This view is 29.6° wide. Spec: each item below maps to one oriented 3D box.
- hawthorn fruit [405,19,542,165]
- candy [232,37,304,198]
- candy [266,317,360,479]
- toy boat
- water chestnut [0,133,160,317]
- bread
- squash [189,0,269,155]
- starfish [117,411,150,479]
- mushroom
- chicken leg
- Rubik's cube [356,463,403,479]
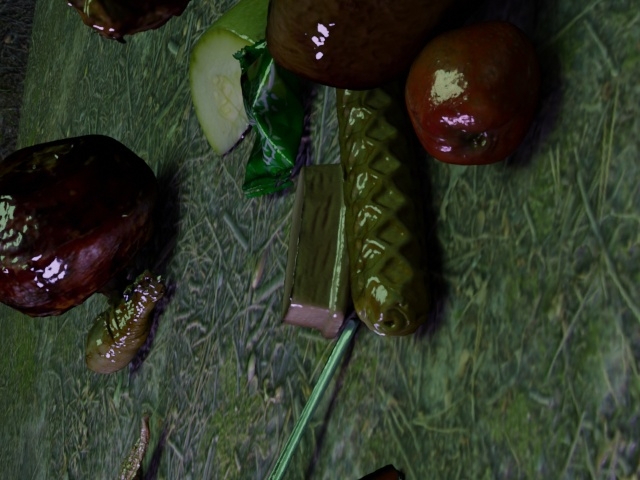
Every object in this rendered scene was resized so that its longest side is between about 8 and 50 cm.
[{"bbox_3d":[0.129,-0.124,1.019,0.128,0.128,0.128,-45,37,50],"label":"hawthorn fruit"},{"bbox_3d":[-0.060,-0.157,1.520,0.141,0.078,0.203,151,119,-74],"label":"candy"},{"bbox_3d":[-0.036,0.229,1.251,0.335,0.092,0.093,-65,-13,6],"label":"candy"},{"bbox_3d":[0.000,0.000,1.262,0.116,0.061,0.188,112,165,-72],"label":"toy boat"},{"bbox_3d":[-0.406,-0.007,1.977,0.351,0.302,0.350,-21,28,12],"label":"water chestnut"},{"bbox_3d":[0.058,-0.064,1.189,0.084,0.077,0.367,-51,34,43],"label":"bread"},{"bbox_3d":[-0.096,-0.267,1.738,0.204,0.155,0.237,60,143,7],"label":"squash"},{"bbox_3d":[-0.281,0.401,1.724,0.295,0.048,0.231,-64,25,27],"label":"starfish"},{"bbox_3d":[-0.002,-0.296,1.121,0.334,0.356,0.331,-67,-13,16],"label":"mushroom"},{"bbox_3d":[-0.303,0.118,1.898,0.227,0.088,0.103,-58,8,28],"label":"chicken leg"},{"bbox_3d":[-0.083,0.340,1.073,0.250,0.234,0.284,-36,45,57],"label":"Rubik's cube"}]
